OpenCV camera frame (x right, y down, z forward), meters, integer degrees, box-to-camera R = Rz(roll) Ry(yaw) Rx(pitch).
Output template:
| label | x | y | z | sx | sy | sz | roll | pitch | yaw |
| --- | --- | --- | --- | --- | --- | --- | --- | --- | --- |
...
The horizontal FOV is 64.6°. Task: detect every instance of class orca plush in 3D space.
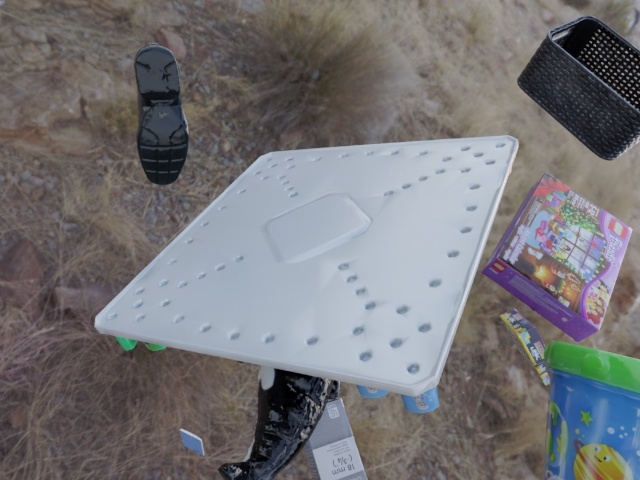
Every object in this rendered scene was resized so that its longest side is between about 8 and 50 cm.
| label | x | y | z | sx | sy | sz | roll | pitch | yaw |
| --- | --- | --- | --- | --- | --- | --- | --- | --- | --- |
| orca plush | -0.036 | 0.169 | 0.638 | 0.151 | 0.102 | 0.287 | 40 | 42 | 0 |

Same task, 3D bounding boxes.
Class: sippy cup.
| label | x | y | z | sx | sy | sz | roll | pitch | yaw |
| --- | --- | --- | --- | --- | --- | --- | --- | --- | --- |
| sippy cup | 0.372 | 0.259 | 0.600 | 0.305 | 0.240 | 0.224 | 25 | 79 | -52 |

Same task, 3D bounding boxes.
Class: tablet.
| label | x | y | z | sx | sy | sz | roll | pitch | yaw |
| --- | --- | --- | --- | --- | --- | --- | --- | --- | --- |
| tablet | -0.274 | 0.433 | 1.086 | 0.054 | 0.083 | 0.006 | 21 | 48 | 13 |

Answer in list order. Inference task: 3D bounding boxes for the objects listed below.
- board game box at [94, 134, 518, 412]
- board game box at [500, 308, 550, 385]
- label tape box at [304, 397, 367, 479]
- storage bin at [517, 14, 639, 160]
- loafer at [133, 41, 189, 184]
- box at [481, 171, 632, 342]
| label | x | y | z | sx | sy | sz | roll | pitch | yaw |
| --- | --- | --- | --- | --- | --- | --- | --- | --- | --- |
| board game box | 0.000 | 0.000 | 0.597 | 0.390 | 0.390 | 0.050 | -55 | 136 | -42 |
| board game box | 0.517 | 0.258 | 1.255 | 0.141 | 0.048 | 0.170 | 61 | 8 | -5 |
| label tape box | 0.040 | 0.553 | 1.166 | 0.106 | 0.241 | 0.334 | -15 | 69 | -11 |
| storage bin | 0.385 | -0.213 | 0.701 | 0.122 | 0.084 | 0.180 | -30 | 69 | -27 |
| loafer | -0.194 | -0.152 | 0.618 | 0.062 | 0.170 | 0.061 | -1 | 30 | -20 |
| box | 0.447 | 0.017 | 0.940 | 0.201 | 0.057 | 0.293 | 37 | 53 | 8 |
